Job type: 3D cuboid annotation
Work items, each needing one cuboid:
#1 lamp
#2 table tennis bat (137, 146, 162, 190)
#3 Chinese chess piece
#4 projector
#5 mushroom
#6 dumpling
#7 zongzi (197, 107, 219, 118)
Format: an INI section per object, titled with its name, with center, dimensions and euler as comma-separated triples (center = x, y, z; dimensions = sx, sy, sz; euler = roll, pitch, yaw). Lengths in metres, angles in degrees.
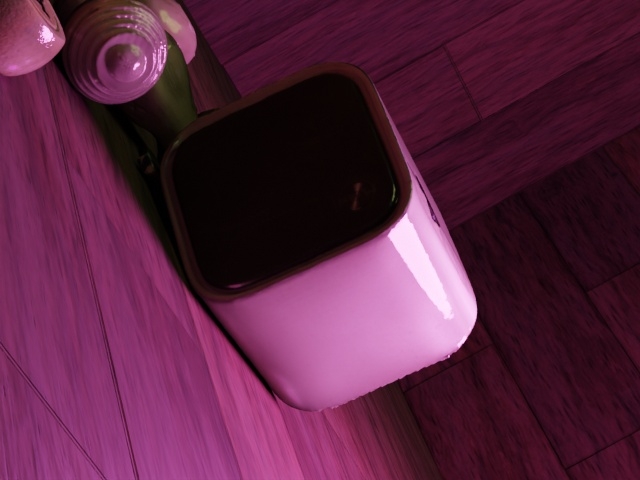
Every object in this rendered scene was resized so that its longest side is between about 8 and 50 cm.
[lamp]
center = -0.216, -0.202, 1.730
dimensions = 0.106, 0.106, 0.193
euler = 59, -7, -30
[table tennis bat]
center = -0.172, -0.064, 1.898
dimensions = 0.095, 0.014, 0.158
euler = 62, 2, 14
[Chinese chess piece]
center = -0.253, -0.198, 1.360
dimensions = 0.144, 0.058, 0.144
euler = 60, 3, -5
[projector]
center = 0.000, 0.000, 1.857
dimensions = 0.249, 0.248, 0.249
euler = 58, 10, -51
[mushroom]
center = -0.183, -0.153, 1.935
dimensions = 0.225, 0.093, 0.116
euler = 71, 4, -52
[dumpling]
center = -0.214, -0.256, 2.024
dimensions = 0.155, 0.111, 0.181
euler = 64, -3, -24
[zongzi]
center = -0.149, -0.089, 2.385
dimensions = 0.130, 0.062, 0.154
euler = -72, 153, -58
